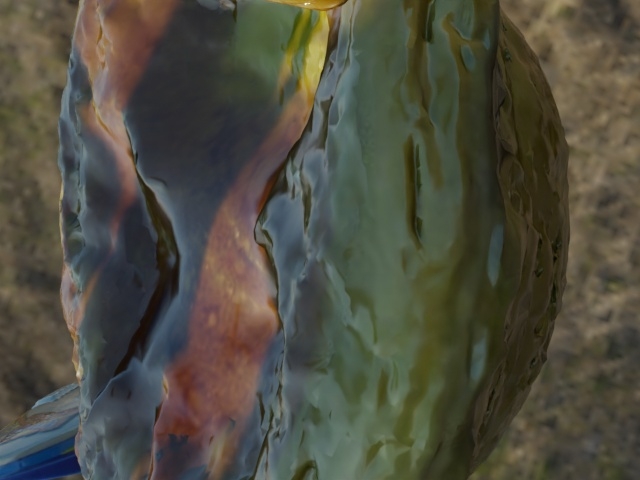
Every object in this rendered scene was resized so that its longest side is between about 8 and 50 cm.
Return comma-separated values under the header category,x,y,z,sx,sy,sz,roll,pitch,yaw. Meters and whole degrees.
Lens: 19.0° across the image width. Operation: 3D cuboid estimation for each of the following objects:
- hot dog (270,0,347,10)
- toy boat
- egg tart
category,x,y,z,sx,sy,sz,roll,pitch,yaw
hot dog,-0.024,-0.097,0.632,0.021,0.083,0.037,135,139,-86
toy boat,-0.160,0.126,1.481,0.129,0.295,0.088,-10,102,45
egg tart,0.000,0.000,0.947,0.443,0.178,0.443,-12,76,62
